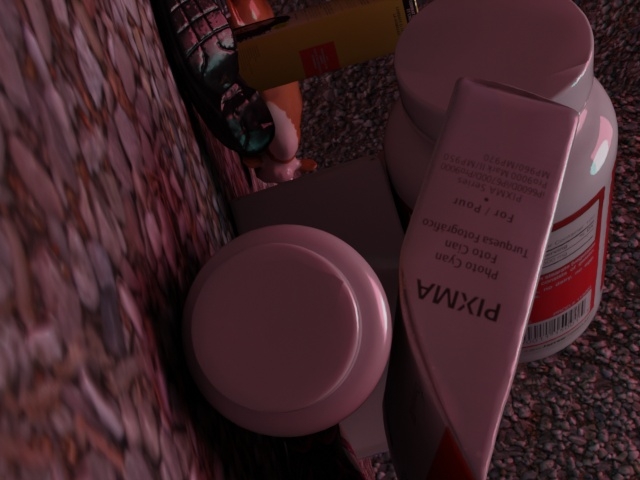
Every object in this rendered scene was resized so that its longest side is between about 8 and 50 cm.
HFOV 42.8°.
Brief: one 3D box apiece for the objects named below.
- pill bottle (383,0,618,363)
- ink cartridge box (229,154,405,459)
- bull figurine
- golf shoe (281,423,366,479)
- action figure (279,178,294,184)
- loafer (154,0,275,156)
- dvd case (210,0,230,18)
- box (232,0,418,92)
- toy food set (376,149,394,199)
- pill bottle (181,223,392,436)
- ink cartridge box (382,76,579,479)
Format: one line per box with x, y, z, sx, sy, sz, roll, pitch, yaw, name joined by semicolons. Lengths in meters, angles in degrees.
0.192;-0.055;0.870;0.408;0.229;0.229;69;5;-52;pill bottle
0.031;0.078;0.989;0.395;0.166;0.286;39;34;-86;ink cartridge box
-0.084;-0.216;1.050;0.310;0.101;0.188;77;-4;-51;bull figurine
0.006;0.209;0.729;0.086;0.067;0.186;72;3;-72;golf shoe
0.000;0.000;1.406;0.091;0.139;0.280;-96;169;-88;action figure
-0.104;-0.149;0.721;0.061;0.062;0.170;11;-48;48;loafer
-0.123;-0.251;0.695;0.087;0.013;0.119;32;-29;35;dvd case
-0.016;-0.204;0.843;0.087;0.232;0.058;-104;178;-64;box
0.134;-0.065;1.084;0.232;0.111;0.105;75;-9;-79;toy food set
-0.016;0.055;0.501;0.215;0.117;0.117;66;9;-82;pill bottle
0.068;0.130;0.580;0.308;0.091;0.385;87;24;-63;ink cartridge box
